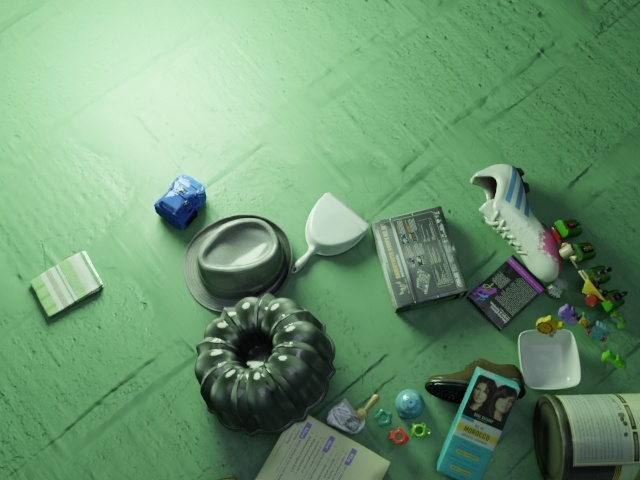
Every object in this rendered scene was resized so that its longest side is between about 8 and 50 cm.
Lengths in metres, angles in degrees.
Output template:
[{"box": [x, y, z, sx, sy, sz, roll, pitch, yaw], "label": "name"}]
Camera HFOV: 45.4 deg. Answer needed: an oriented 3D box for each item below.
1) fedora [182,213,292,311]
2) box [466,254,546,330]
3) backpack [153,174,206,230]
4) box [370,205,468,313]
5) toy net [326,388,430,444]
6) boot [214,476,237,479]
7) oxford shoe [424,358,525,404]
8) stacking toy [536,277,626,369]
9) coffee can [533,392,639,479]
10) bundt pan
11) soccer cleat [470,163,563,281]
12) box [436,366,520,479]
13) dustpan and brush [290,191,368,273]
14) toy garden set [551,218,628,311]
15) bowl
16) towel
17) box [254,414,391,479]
[{"box": [-0.202, 0.038, 1.840, 0.275, 0.124, 0.244, -15, 72, -6], "label": "fedora"}, {"box": [0.455, 0.128, 1.876, 0.162, 0.029, 0.116, -39, 76, -14], "label": "box"}, {"box": [-0.339, -0.101, 1.898, 0.098, 0.101, 0.120, 37, 71, 3], "label": "backpack"}, {"box": [0.241, 0.046, 1.883, 0.182, 0.056, 0.231, -14, 72, -5], "label": "box"}, {"box": [0.131, 0.415, 1.766, 0.232, 0.045, 0.122, -7, 74, -2], "label": "toy net"}, {"box": [-0.273, 0.644, 1.650, 0.261, 0.095, 0.204, -22, 73, -7], "label": "boot"}, {"box": [0.357, 0.327, 1.792, 0.227, 0.083, 0.096, -1, 44, 4], "label": "oxford shoe"}, {"box": [0.622, 0.199, 1.809, 0.221, 0.052, 0.167, 30, 41, 3], "label": "stacking toy"}, {"box": [0.634, 0.438, 1.684, 0.275, 0.201, 0.202, -1, 71, -2], "label": "coffee can"}, {"box": [-0.137, 0.257, 1.707, 0.330, 0.124, 0.331, -10, 53, 13], "label": "bundt pan"}, {"box": [0.470, -0.038, 1.883, 0.143, 0.116, 0.331, -9, 63, -20], "label": "soccer cleat"}, {"box": [0.351, 0.416, 1.711, 0.100, 0.060, 0.244, 22, 97, 5], "label": "box"}, {"box": [0.000, 0.000, 1.900, 0.147, 0.060, 0.211, 40, 68, 13], "label": "dustpan and brush"}, {"box": [0.641, 0.051, 1.825, 0.049, 0.203, 0.244, -36, 72, 32], "label": "toy garden set"}, {"box": [0.536, 0.285, 1.812, 0.141, 0.053, 0.142, -2, 71, -2], "label": "bowl"}, {"box": [-0.616, 0.106, 1.864, 0.152, 0.023, 0.113, -31, 73, -9], "label": "towel"}, {"box": [-0.004, 0.526, 1.685, 0.242, 0.117, 0.214, 28, 73, 9], "label": "box"}]
